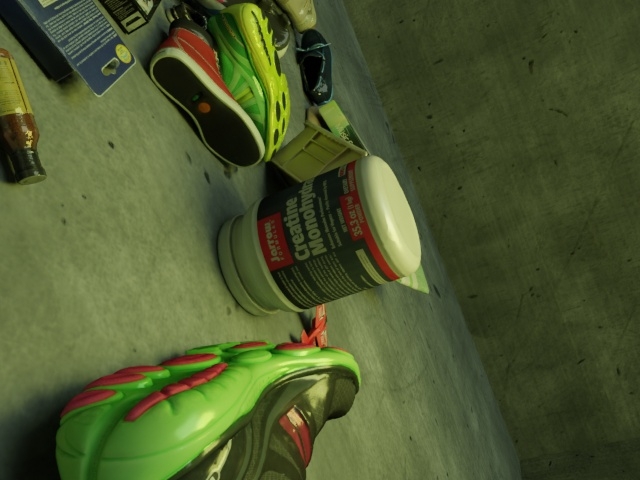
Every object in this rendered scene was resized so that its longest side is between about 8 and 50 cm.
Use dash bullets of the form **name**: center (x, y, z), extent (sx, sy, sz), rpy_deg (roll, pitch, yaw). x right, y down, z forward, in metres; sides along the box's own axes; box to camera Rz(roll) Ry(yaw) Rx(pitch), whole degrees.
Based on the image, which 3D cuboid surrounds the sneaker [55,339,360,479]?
- **sneaker**: center (-0.089, 0.222, 0.608), extent (0.483, 0.185, 0.202), rpy_deg (7, 82, -65)

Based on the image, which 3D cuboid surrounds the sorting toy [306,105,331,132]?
- **sorting toy**: center (0.019, -0.247, 1.527), extent (0.208, 0.038, 0.193), rpy_deg (49, 27, -37)

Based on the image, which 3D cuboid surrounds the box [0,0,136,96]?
- **box**: center (-0.316, -0.277, 0.631), extent (0.225, 0.037, 0.136), rpy_deg (56, 23, -29)

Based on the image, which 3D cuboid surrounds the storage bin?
- **storage bin**: center (0.047, -0.080, 1.126), extent (0.260, 0.123, 0.262), rpy_deg (41, -11, 51)

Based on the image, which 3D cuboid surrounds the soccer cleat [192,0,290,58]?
- **soccer cleat**: center (-0.205, -0.460, 1.044), extent (0.331, 0.143, 0.116), rpy_deg (44, 61, -14)

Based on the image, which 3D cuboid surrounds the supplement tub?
- **supplement tub**: center (0.000, 0.000, 0.852), extent (0.191, 0.272, 0.191), rpy_deg (54, 24, -38)

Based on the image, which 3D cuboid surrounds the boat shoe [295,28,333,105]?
- **boat shoe**: center (-0.012, -0.524, 1.608), extent (0.089, 0.109, 0.258), rpy_deg (28, 42, -58)

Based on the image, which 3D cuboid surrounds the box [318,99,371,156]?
- **box**: center (0.118, -0.236, 1.574), extent (0.322, 0.058, 0.232), rpy_deg (57, 10, 4)

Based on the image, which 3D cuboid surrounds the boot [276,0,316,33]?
- **boot**: center (-0.102, -0.777, 1.641), extent (0.203, 0.095, 0.261), rpy_deg (27, 51, -62)

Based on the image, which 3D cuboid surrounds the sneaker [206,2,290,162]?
- **sneaker**: center (-0.133, -0.290, 1.033), extent (0.109, 0.124, 0.295), rpy_deg (-63, 150, -50)

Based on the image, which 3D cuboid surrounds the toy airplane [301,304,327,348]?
- **toy airplane**: center (-0.009, 0.169, 1.007), extent (0.151, 0.028, 0.151), rpy_deg (2, 90, -77)

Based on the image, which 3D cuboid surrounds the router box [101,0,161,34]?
- **router box**: center (-0.292, -0.408, 0.815), extent (0.133, 0.046, 0.178), rpy_deg (54, 24, -37)

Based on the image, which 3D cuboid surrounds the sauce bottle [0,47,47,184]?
- **sauce bottle**: center (-0.295, -0.117, 0.522), extent (0.042, 0.042, 0.128), rpy_deg (-9, 80, -71)

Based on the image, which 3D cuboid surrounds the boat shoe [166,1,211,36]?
- **boat shoe**: center (-0.227, -0.394, 0.991), extent (0.125, 0.038, 0.046), rpy_deg (5, 67, -69)

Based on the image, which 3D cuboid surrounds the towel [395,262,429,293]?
- **towel**: center (0.146, -0.001, 1.440), extent (0.325, 0.038, 0.247), rpy_deg (22, 43, -39)

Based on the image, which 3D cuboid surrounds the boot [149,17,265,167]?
- **boot**: center (-0.173, -0.252, 0.930), extent (0.244, 0.088, 0.176), rpy_deg (51, 25, -36)
